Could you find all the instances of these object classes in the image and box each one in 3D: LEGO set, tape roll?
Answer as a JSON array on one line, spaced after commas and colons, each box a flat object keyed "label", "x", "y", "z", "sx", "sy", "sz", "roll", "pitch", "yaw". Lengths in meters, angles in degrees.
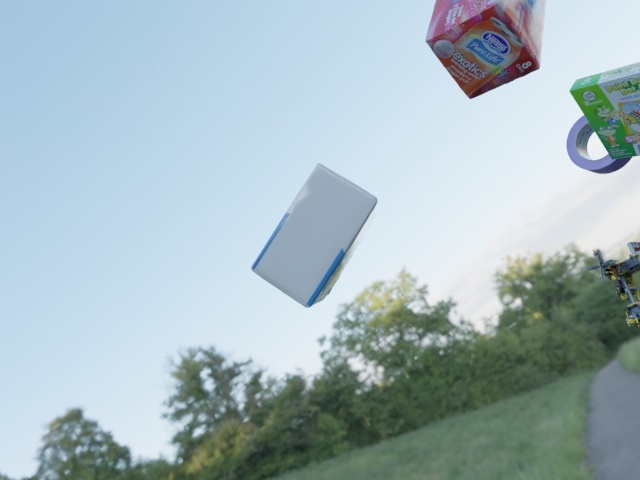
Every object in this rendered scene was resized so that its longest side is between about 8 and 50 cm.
[{"label": "LEGO set", "x": 0.939, "y": 0.106, "z": 1.764, "sx": 0.192, "sy": 0.255, "sz": 0.331, "roll": 0, "pitch": -18, "yaw": -28}, {"label": "tape roll", "x": 0.870, "y": -0.304, "z": 1.909, "sx": 0.080, "sy": 0.189, "sz": 0.189, "roll": 7, "pitch": -42, "yaw": -40}]

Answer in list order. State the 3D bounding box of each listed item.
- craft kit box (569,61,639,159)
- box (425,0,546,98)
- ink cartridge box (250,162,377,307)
[{"label": "craft kit box", "x": 0.786, "y": -0.319, "z": 1.518, "sx": 0.061, "sy": 0.247, "sz": 0.249, "roll": -50, "pitch": 22, "yaw": -23}, {"label": "box", "x": 0.262, "y": -0.362, "z": 0.946, "sx": 0.122, "sy": 0.128, "sz": 0.257, "roll": -17, "pitch": 42, "yaw": 41}, {"label": "ink cartridge box", "x": 0.000, "y": 0.000, "z": 1.520, "sx": 0.286, "sy": 0.166, "sz": 0.395, "roll": -57, "pitch": -6, "yaw": -1}]
